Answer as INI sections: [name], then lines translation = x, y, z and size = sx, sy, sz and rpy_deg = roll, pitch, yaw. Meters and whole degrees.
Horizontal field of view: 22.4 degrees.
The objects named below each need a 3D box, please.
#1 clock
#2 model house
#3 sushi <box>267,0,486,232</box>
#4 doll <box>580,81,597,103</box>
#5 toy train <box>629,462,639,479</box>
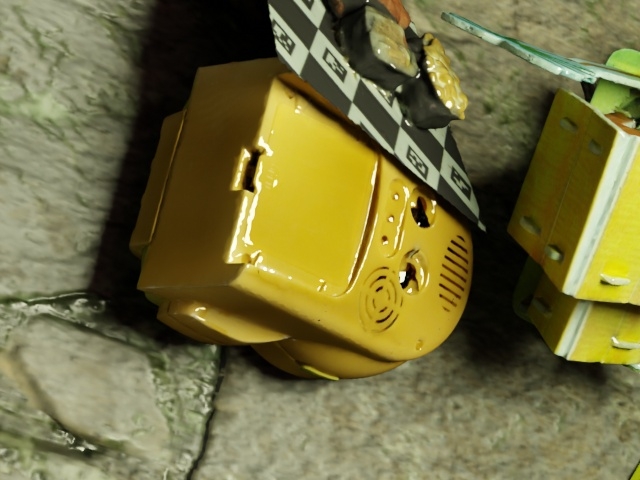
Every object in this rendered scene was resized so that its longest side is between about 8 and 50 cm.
[clock]
translation = 0.000, 0.000, 1.460
size = 0.317, 0.200, 0.244
rpy_deg = 28, 71, -36
[model house]
translation = 0.223, -0.032, 1.504
size = 0.323, 0.340, 0.300
rpy_deg = -17, 130, -68
[sushi]
translation = 0.056, -0.190, 1.465
size = 0.294, 0.059, 0.292
rpy_deg = 35, 30, -40
[doll]
translation = 0.393, -0.046, 1.728
size = 0.174, 0.235, 0.330
rpy_deg = -24, 88, 8
[toy train]
translation = 0.433, 0.421, 1.706
size = 0.369, 0.150, 0.237
rpy_deg = 53, 53, -18
